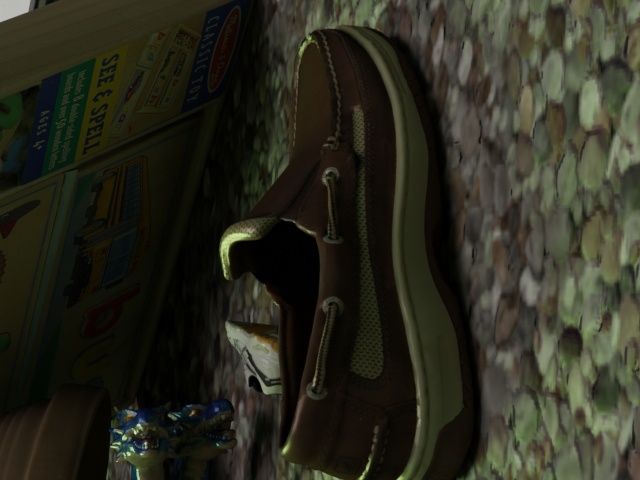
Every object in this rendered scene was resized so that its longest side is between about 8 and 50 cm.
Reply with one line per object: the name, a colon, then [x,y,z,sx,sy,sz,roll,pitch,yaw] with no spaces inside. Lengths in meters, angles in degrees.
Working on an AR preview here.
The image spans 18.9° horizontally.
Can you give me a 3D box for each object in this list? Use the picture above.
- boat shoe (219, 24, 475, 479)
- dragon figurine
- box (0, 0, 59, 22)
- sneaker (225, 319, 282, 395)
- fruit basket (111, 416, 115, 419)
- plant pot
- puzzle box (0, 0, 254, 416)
boat shoe: [0.002,-0.005,0.891,0.095,0.095,0.257,112,155,-45]
dragon figurine: [-0.103,0.197,1.192,0.289,0.085,0.144,115,154,-58]
box: [-0.152,-0.220,1.268,0.087,0.169,0.290,21,105,29]
sneaker: [-0.037,0.068,1.106,0.083,0.032,0.037,-153,69,-72]
fruit basket: [-0.276,-0.046,1.509,0.283,0.392,0.392,-107,27,-49]
plant pot: [-0.211,0.204,1.260,0.237,0.110,0.237,-170,90,-89]
puzzle box: [-0.193,0.016,1.268,0.052,0.272,0.409,40,135,22]
